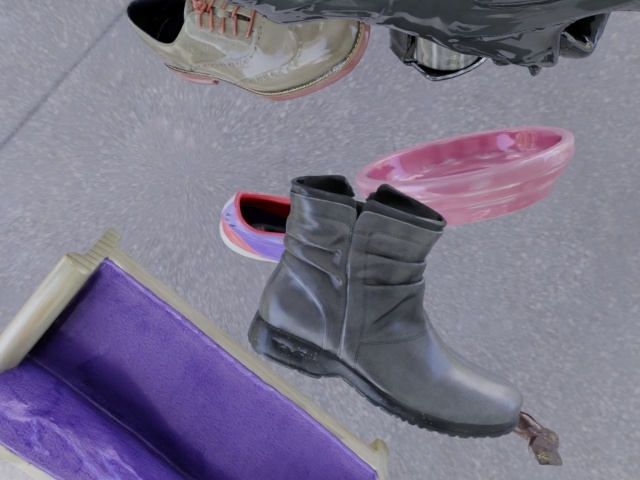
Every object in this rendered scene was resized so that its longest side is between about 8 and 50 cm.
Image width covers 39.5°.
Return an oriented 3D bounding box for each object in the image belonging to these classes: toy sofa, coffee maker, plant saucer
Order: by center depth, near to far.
[{"bbox_3d":[-0.113,0.169,0.781,0.362,0.177,0.150,40,106,-9],"label":"toy sofa"},{"bbox_3d":[0.125,-0.307,1.070,0.171,0.178,0.120,27,57,28],"label":"coffee maker"},{"bbox_3d":[0.222,-0.096,1.361,0.332,0.332,0.084,-15,105,-7],"label":"plant saucer"}]

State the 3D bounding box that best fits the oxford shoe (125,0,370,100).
[{"bbox_3d":[-0.102,-0.252,1.094,0.130,0.348,0.123,27,74,-51],"label":"oxford shoe"}]

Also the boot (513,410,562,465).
[{"bbox_3d":[0.319,0.303,1.364,0.106,0.114,0.037,21,103,11],"label":"boot"}]

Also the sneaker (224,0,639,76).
[{"bbox_3d":[0.048,-0.118,0.366,0.130,0.286,0.109,28,91,-25],"label":"sneaker"}]

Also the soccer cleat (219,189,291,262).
[{"bbox_3d":[0.000,0.000,1.383,0.318,0.116,0.109,16,67,-3],"label":"soccer cleat"}]

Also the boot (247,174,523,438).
[{"bbox_3d":[0.097,0.071,0.988,0.338,0.118,0.223,20,107,-2],"label":"boot"}]
